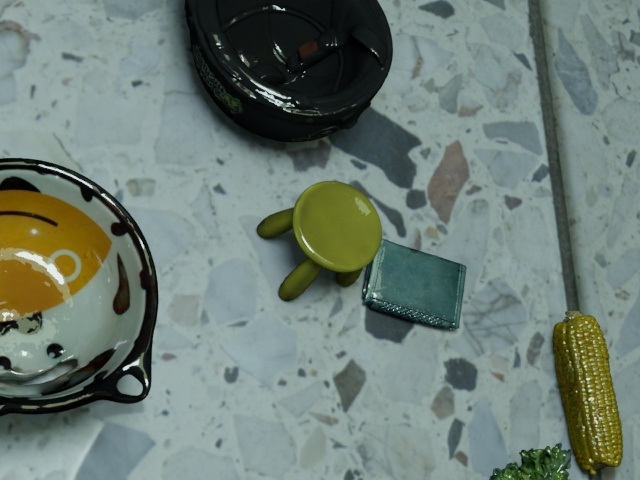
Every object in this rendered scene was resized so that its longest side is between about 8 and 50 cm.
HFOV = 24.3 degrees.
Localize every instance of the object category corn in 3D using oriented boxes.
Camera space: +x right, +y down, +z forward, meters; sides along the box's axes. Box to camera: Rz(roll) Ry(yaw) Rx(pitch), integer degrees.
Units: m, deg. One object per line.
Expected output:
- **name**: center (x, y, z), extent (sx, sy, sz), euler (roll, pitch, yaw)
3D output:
- **corn**: center (0.329, 0.184, 1.833), extent (0.068, 0.068, 0.207), euler (1, 69, -25)

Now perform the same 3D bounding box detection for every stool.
- **stool**: center (0.000, 0.000, 1.728), extent (0.134, 0.110, 0.135), euler (30, 61, -10)

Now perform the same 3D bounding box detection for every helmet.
- **helmet**: center (-0.054, -0.227, 1.765), extent (0.230, 0.160, 0.279), euler (-31, 72, -29)

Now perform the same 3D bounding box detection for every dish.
- **dish**: center (-0.313, 0.064, 1.550), extent (0.303, 0.120, 0.303), euler (9, 67, -22)

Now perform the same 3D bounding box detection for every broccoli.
- **broccoli**: center (0.256, 0.321, 1.695), extent (0.167, 0.160, 0.154), euler (-40, 117, -42)

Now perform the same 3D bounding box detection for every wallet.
- **wallet**: center (0.114, 0.056, 1.807), extent (0.129, 0.026, 0.088), euler (17, 68, -19)
